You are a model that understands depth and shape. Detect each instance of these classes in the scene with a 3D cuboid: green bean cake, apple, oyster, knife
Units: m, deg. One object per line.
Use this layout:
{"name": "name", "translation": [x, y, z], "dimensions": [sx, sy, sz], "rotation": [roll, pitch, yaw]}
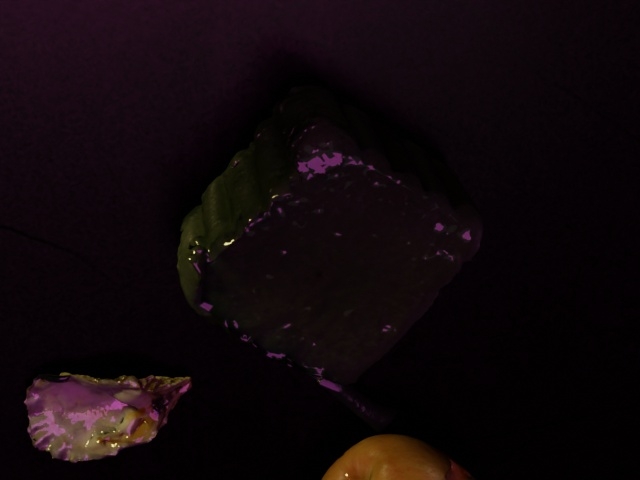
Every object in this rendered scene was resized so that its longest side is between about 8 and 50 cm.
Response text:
{"name": "green bean cake", "translation": [0.000, 0.000, 1.490], "dimensions": [0.223, 0.125, 0.227], "rotation": [29, 109, -27]}
{"name": "apple", "translation": [0.084, 0.281, 1.648], "dimensions": [0.199, 0.199, 0.199], "rotation": [-6, 121, -10]}
{"name": "oyster", "translation": [-0.209, 0.156, 1.576], "dimensions": [0.146, 0.045, 0.122], "rotation": [-40, 124, 19]}
{"name": "knife", "translation": [-0.005, 0.104, 1.612], "dimensions": [0.230, 0.028, 0.060], "rotation": [38, 93, -26]}
